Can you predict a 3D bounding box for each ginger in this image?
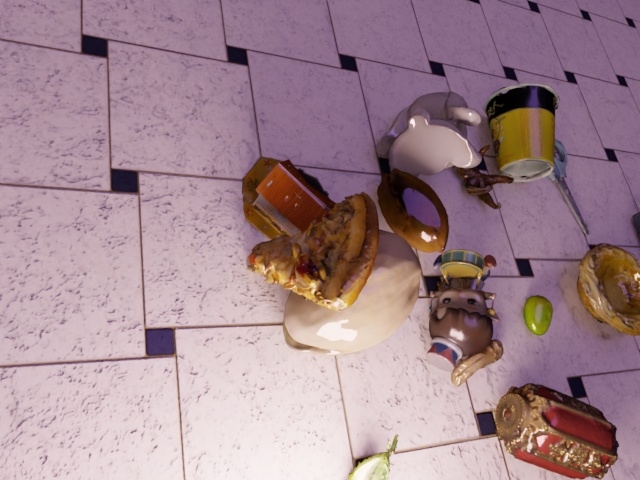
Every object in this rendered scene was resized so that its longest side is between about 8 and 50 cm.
[{"bbox_3d":[0.365,0.273,1.285,0.173,0.069,0.051,-19,58,-32],"label":"ginger"}]

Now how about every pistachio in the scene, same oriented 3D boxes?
[{"bbox_3d":[0.065,0.106,1.126,0.226,0.208,0.332,45,70,9],"label":"pistachio"}]

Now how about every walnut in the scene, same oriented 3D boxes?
[{"bbox_3d":[0.219,-0.072,1.338,0.137,0.137,0.245,-29,75,-36],"label":"walnut"}]

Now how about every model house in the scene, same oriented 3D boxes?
[{"bbox_3d":[-0.059,-0.112,1.206,0.219,0.136,0.207,44,55,-2],"label":"model house"}]

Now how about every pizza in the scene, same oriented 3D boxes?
[{"bbox_3d":[0.000,0.000,1.081,0.251,0.288,0.074,-52,135,-23],"label":"pizza"}]

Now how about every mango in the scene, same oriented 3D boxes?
[{"bbox_3d":[0.558,0.192,1.438,0.073,0.056,0.108,14,63,-16],"label":"mango"}]

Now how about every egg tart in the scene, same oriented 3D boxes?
[{"bbox_3d":[0.820,0.141,1.569,0.288,0.118,0.288,12,63,-24],"label":"egg tart"}]

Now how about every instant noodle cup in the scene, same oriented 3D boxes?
[{"bbox_3d":[0.591,-0.304,1.630,0.216,0.215,0.236,10,70,-24],"label":"instant noodle cup"}]

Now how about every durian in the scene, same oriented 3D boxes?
[{"bbox_3d":[0.101,0.465,1.025,0.086,0.100,0.215,21,64,-22],"label":"durian"}]

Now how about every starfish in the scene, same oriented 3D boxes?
[{"bbox_3d":[0.459,-0.169,1.554,0.146,0.074,0.189,-13,73,-31],"label":"starfish"}]

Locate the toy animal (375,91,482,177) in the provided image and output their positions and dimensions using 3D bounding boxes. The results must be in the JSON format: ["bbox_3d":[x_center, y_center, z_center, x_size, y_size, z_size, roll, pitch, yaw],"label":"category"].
[{"bbox_3d":[0.291,-0.287,1.438,0.206,0.272,0.265,58,36,-24],"label":"toy animal"}]

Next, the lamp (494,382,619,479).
[{"bbox_3d":[0.522,0.422,1.239,0.274,0.177,0.177,23,57,-14],"label":"lamp"}]

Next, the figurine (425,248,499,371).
[{"bbox_3d":[0.314,0.158,1.258,0.158,0.161,0.275,44,48,-52],"label":"figurine"}]

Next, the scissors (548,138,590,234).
[{"bbox_3d":[0.758,-0.180,1.750,0.191,0.029,0.360,-11,72,-34],"label":"scissors"}]

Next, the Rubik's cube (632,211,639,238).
[{"bbox_3d":[1.190,-0.013,1.775,0.238,0.237,0.236,9,61,-25],"label":"Rubik's cube"}]
